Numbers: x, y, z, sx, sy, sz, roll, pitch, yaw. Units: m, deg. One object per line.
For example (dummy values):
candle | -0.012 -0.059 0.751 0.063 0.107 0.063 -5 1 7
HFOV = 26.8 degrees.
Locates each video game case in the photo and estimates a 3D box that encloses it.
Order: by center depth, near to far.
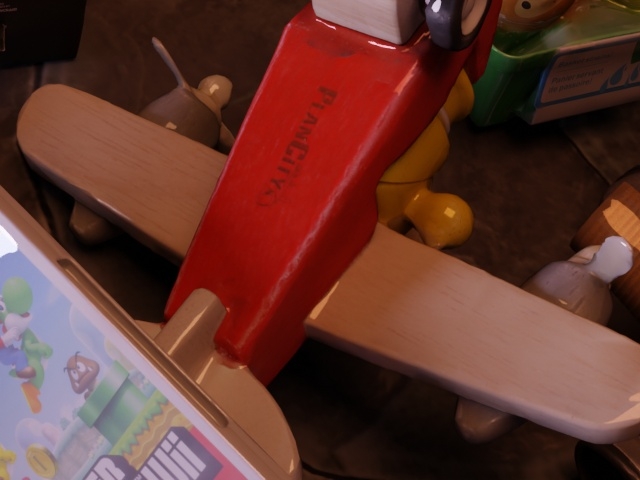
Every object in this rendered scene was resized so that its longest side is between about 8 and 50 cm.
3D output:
video game case | -0.156 0.129 0.774 0.285 0.204 0.025 43 22 14

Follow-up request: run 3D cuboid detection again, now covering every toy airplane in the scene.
toy airplane | 0.000 0.000 0.893 0.384 0.272 0.386 -22 70 13

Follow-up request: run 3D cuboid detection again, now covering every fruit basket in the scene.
fruit basket | 0.223 -0.248 1.045 0.327 0.353 0.165 -14 61 -26

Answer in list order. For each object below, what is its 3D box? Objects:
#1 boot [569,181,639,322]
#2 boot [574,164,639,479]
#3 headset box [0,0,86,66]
boot | 0.340 -0.015 0.944 0.211 0.104 0.295 42 74 15
boot | 0.265 0.103 0.972 0.222 0.118 0.338 -26 63 -25
headset box | -0.313 -0.247 1.023 0.218 0.110 0.293 -10 61 -24
